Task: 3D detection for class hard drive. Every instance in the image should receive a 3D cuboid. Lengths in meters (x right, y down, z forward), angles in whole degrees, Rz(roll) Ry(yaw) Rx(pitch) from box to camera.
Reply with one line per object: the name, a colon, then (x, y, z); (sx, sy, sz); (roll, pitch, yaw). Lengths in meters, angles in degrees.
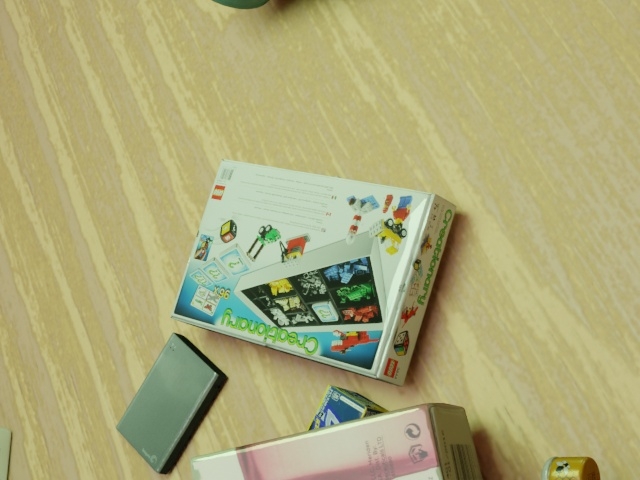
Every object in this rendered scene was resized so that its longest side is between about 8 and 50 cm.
hard drive: (-0.172, 0.187, 1.463); (0.094, 0.022, 0.135); (37, 99, 40)

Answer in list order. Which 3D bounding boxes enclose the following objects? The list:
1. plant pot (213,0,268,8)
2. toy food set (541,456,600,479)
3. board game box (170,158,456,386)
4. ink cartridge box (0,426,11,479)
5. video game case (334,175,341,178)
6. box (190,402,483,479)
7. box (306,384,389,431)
plant pot: (-0.058, -0.406, 1.434); (0.255, 0.272, 0.271); (-40, 53, 38)
toy food set: (0.190, 0.301, 1.075); (0.104, 0.111, 0.232); (-8, 72, 36)
board game box: (-0.016, 0.026, 1.357); (0.305, 0.053, 0.193); (12, 82, 41)
ink cartridge box: (-0.576, 0.336, 1.487); (0.166, 0.395, 0.285); (-12, 68, 36)
video game case: (0.000, 0.000, 1.398); (0.122, 0.011, 0.087); (-47, 51, 16)
box: (0.021, 0.234, 1.162); (0.232, 0.148, 0.126); (-15, 77, 16)
box: (0.007, 0.235, 1.283); (0.059, 0.054, 0.169); (27, 93, 40)
